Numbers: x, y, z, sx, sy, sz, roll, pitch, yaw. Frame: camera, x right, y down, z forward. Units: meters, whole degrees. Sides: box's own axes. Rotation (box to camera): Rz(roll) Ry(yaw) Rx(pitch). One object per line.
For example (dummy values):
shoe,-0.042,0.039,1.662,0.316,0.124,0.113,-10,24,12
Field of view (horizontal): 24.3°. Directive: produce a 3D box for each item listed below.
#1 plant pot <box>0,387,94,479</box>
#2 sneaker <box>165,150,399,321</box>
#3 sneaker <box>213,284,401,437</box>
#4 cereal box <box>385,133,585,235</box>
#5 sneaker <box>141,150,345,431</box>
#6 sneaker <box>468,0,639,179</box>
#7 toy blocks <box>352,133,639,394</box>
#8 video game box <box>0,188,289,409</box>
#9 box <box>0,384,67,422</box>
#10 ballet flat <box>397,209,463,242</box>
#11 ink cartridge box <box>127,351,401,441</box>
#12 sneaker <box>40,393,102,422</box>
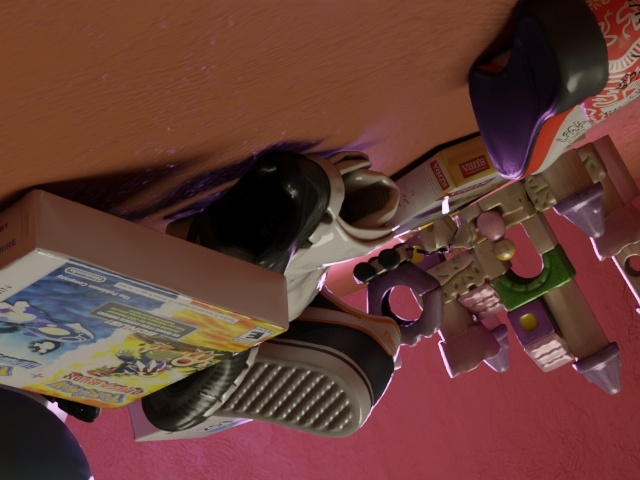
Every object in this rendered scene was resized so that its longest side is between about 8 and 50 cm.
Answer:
plant pot,-0.398,0.271,1.438,0.293,0.293,0.235,-24,160,12
sneaker,0.000,0.000,1.268,0.169,0.108,0.292,-21,174,15
sneaker,-0.071,0.100,1.460,0.321,0.126,0.127,13,-141,27
cereal box,0.142,-0.062,1.551,0.173,0.047,0.240,-22,175,-28
sneaker,-0.071,0.029,1.074,0.234,0.078,0.106,-58,159,-1
sneaker,0.192,-0.116,1.004,0.145,0.090,0.270,-20,172,-7
toy blocks,0.241,0.066,1.615,0.289,0.260,0.309,-28,177,18
video game box,-0.157,0.046,0.963,0.187,0.048,0.205,-25,148,39
box,-0.342,0.192,1.634,0.101,0.087,0.102,21,179,7
ballet flat,0.136,-0.021,1.894,0.077,0.077,0.231,-1,171,-2
ink cartridge box,-0.098,0.154,1.663,0.296,0.066,0.261,-23,164,26
sneaker,-0.167,0.039,1.182,0.124,0.107,0.283,-53,-178,-28
